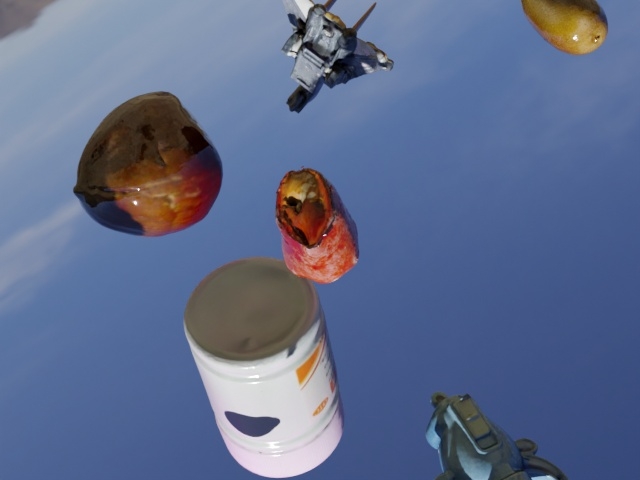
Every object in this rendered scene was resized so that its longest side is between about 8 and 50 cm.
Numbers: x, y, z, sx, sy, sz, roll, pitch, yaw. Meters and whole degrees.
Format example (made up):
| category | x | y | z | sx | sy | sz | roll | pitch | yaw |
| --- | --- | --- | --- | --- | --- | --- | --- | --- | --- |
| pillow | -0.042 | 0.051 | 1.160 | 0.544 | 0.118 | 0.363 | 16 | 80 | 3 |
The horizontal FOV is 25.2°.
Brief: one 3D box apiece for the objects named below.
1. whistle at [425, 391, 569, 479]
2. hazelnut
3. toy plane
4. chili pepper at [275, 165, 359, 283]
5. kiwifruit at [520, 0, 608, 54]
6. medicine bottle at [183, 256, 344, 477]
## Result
| category | x | y | z | sx | sy | sz | roll | pitch | yaw |
| --- | --- | --- | --- | --- | --- | --- | --- | --- | --- |
| whistle | 0.212 | 0.295 | 1.763 | 0.180 | 0.269 | 0.093 | -18 | 153 | -27 |
| hazelnut | -0.259 | -0.097 | 2.107 | 0.229 | 0.229 | 0.229 | -29 | -165 | 9 |
| toy plane | -0.007 | -0.258 | 2.112 | 0.103 | 0.204 | 0.316 | -50 | 176 | -27 |
| chili pepper | 0.000 | 0.000 | 1.486 | 0.084 | 0.192 | 0.086 | 18 | -109 | 18 |
| kiwifruit | 0.262 | -0.247 | 1.547 | 0.075 | 0.075 | 0.124 | -33 | -131 | -4 |
| medicine bottle | -0.078 | 0.193 | 2.150 | 0.202 | 0.316 | 0.202 | -4 | -129 | 6 |
